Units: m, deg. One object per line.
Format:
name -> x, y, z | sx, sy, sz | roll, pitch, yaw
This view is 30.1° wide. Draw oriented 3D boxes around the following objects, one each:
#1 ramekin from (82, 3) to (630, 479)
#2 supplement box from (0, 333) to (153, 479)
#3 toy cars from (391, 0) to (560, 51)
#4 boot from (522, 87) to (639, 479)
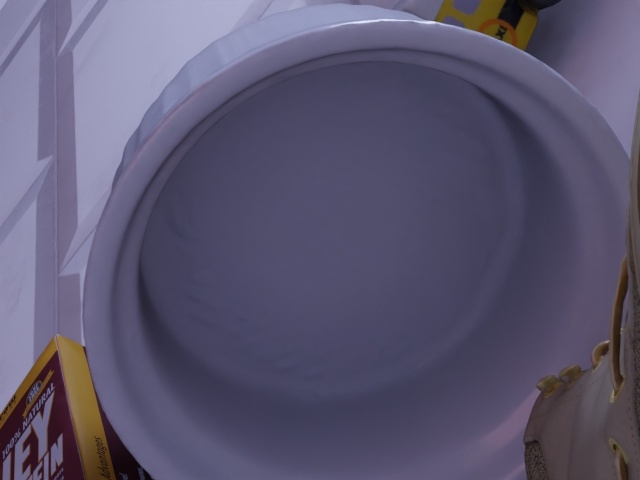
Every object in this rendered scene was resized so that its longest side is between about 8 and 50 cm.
ramekin -> 0.016, 0.009, 0.623 | 0.277, 0.277, 0.135 | -54, 21, 12
supplement box -> -0.101, 0.187, 0.717 | 0.129, 0.194, 0.191 | -55, 29, 11
toy cars -> 0.138, -0.205, 0.730 | 0.393, 0.087, 0.176 | -56, 13, 34
boot -> 0.141, 0.034, 0.467 | 0.203, 0.095, 0.261 | 114, 156, -81
